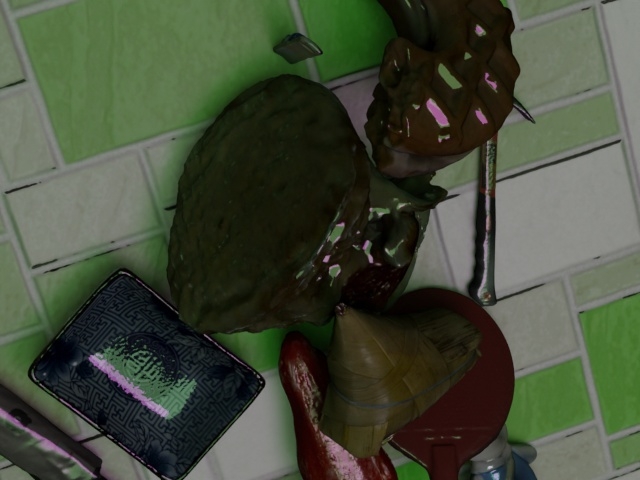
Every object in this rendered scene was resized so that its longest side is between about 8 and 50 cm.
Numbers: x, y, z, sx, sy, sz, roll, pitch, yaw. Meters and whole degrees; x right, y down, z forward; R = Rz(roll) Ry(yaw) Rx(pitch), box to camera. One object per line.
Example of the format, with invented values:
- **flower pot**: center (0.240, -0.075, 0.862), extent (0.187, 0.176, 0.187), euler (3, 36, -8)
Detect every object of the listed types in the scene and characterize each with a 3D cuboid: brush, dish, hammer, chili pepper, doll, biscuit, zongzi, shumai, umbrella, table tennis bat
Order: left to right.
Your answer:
- **umbrella**: center (-0.378, 0.233, 1.629), extent (0.337, 0.067, 0.073), euler (41, 107, -18)
- **dish**: center (-0.215, 0.160, 1.637), extent (0.243, 0.080, 0.182), euler (41, 93, -16)
- **brush**: center (-0.021, -0.225, 1.525), extent (0.033, 0.178, 0.030), euler (44, 84, -12)
- **shumai**: center (0.000, 0.000, 1.593), extent (0.330, 0.292, 0.288), euler (-54, 142, 8)
- **chili pepper**: center (0.008, 0.223, 1.672), extent (0.136, 0.144, 0.253), euler (-12, 105, 31)
- **zongzi**: center (0.095, 0.106, 1.545), extent (0.228, 0.115, 0.256), euler (-37, 140, -30)
- **biscuit**: center (0.103, -0.258, 1.506), extent (0.268, 0.115, 0.366), euler (-11, 80, -45)
- **table tennis bat**: center (0.150, 0.210, 1.673), extent (0.200, 0.038, 0.310), euler (-1, 75, -5)
- **hammer**: center (0.212, -0.056, 1.693), extent (0.111, 0.033, 0.288), euler (-2, 105, -10)
- **doll**: center (0.228, 0.297, 1.754), extent (0.135, 0.099, 0.241), euler (-26, 105, -5)
